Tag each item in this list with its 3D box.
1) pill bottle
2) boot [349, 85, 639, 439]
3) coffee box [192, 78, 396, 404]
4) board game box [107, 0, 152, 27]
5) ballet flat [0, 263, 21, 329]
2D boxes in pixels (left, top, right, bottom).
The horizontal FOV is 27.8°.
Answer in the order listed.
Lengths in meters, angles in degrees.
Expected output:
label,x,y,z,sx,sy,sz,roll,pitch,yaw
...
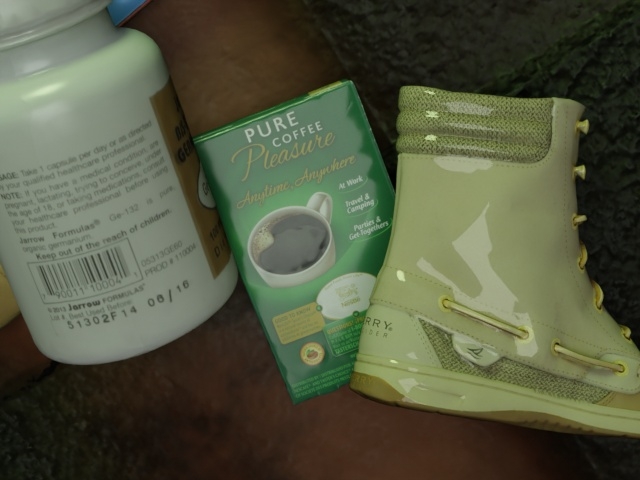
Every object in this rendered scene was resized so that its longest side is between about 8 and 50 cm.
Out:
label,x,y,z,sx,sy,sz,roll,pitch,yaw
pill bottle,-0.142,-0.056,0.747,0.131,0.131,0.229,-17,112,2
boot,0.153,0.015,0.804,0.262,0.095,0.203,9,86,-18
coffee box,0.000,0.000,0.826,0.113,0.040,0.184,-22,100,1
board game box,-0.144,-0.208,0.792,0.281,0.027,0.145,-39,98,5
ballet flat,-0.243,-0.051,0.800,0.073,0.080,0.232,-27,109,-6
